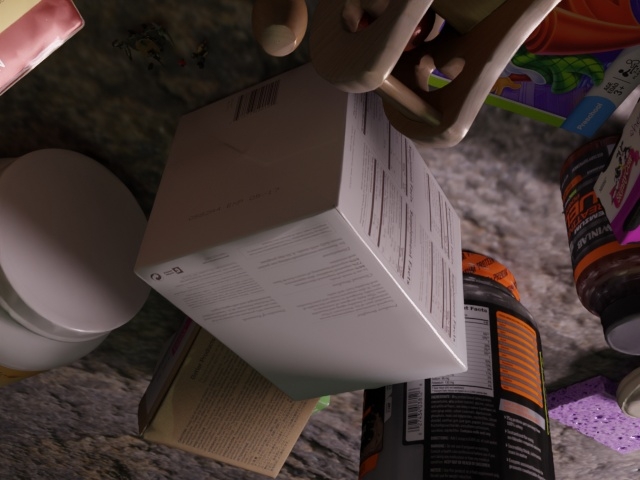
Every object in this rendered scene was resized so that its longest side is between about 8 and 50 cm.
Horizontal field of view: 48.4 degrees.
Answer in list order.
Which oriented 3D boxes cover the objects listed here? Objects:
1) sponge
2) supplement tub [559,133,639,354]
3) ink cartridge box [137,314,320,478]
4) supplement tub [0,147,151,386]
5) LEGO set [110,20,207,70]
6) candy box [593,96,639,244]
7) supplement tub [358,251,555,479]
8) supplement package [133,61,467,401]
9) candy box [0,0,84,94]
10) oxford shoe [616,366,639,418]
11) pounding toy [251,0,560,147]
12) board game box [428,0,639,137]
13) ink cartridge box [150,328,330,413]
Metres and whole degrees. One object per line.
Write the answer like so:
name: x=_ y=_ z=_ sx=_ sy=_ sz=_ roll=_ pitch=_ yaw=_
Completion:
sponge: x=0.457 y=0.276 z=1.116 sx=0.210 sy=0.031 sz=0.117 roll=28 pitch=138 yaw=-26
supplement tub: x=0.283 y=0.003 z=0.653 sx=0.106 sy=0.197 sz=0.106 roll=4 pitch=141 yaw=3
ink cartridge box: x=-0.094 y=0.162 z=0.909 sx=0.193 sy=0.088 sz=0.234 roll=26 pitch=98 yaw=-22
supplement tub: x=-0.360 y=0.045 z=0.782 sx=0.316 sy=0.228 sz=0.228 roll=-21 pitch=135 yaw=31
LEGO set: x=-0.143 y=-0.176 z=0.637 sx=0.083 sy=0.023 sz=0.054 roll=14 pitch=146 yaw=-30
candy box: x=0.357 y=-0.075 z=0.550 sx=0.234 sy=0.071 sz=0.159 roll=-2 pitch=141 yaw=-6
supplement tub: x=0.150 y=0.193 z=0.805 sx=0.207 sy=0.337 sz=0.207 roll=5 pitch=143 yaw=4
supplement package: x=0.000 y=0.000 z=0.693 sx=0.199 sy=0.198 sz=0.262 roll=-16 pitch=137 yaw=26
candy box: x=-0.324 y=-0.147 z=0.454 sx=0.317 sy=0.183 sz=0.087 roll=24 pitch=152 yaw=33
oxford shoe: x=0.629 y=0.208 z=0.926 sx=0.450 sy=0.130 sz=0.169 roll=-6 pitch=142 yaw=18
pounding toy: x=0.047 y=-0.159 z=0.376 sx=0.155 sy=0.154 sz=0.270 roll=28 pitch=138 yaw=-34
board game box: x=0.170 y=-0.239 z=0.455 sx=0.234 sy=0.078 sz=0.347 roll=15 pitch=142 yaw=-11
ink cartridge box: x=-0.117 y=0.196 z=1.051 sx=0.220 sy=0.092 sz=0.160 roll=26 pitch=138 yaw=-23
